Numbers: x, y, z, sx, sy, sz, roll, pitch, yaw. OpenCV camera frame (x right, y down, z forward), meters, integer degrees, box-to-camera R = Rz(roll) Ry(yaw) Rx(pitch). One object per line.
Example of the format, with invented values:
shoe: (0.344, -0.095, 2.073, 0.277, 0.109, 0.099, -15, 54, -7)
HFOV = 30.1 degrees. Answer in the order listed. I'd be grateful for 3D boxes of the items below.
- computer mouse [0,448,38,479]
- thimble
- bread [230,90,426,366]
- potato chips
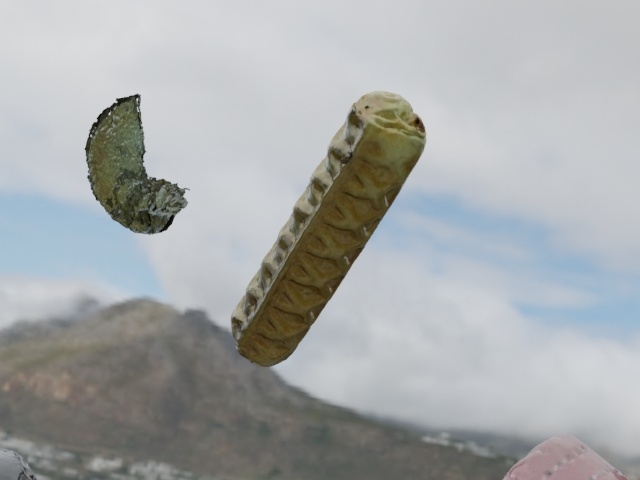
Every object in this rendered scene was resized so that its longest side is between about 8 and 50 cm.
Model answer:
computer mouse: (-0.309, 0.269, 0.785, 0.183, 0.323, 0.116, -5, -44, 50)
thimble: (0.226, 0.292, 1.156, 0.125, 0.189, 0.163, 40, -15, 29)
bread: (0.000, -0.001, 1.214, 0.084, 0.077, 0.368, 32, -54, 1)
potato chips: (-0.284, -0.104, 1.810, 0.029, 0.220, 0.202, -12, -27, -48)
